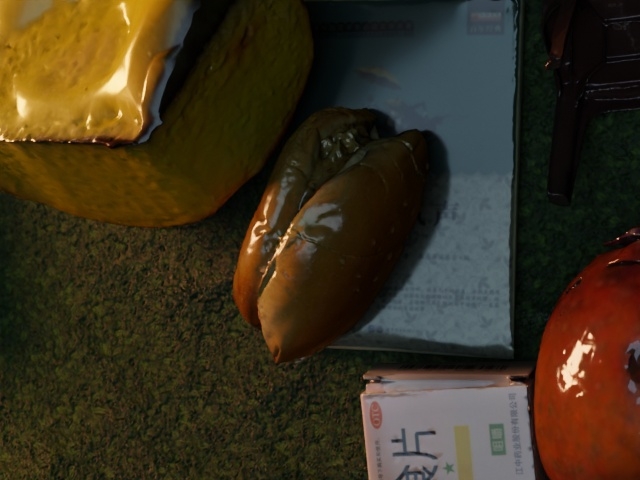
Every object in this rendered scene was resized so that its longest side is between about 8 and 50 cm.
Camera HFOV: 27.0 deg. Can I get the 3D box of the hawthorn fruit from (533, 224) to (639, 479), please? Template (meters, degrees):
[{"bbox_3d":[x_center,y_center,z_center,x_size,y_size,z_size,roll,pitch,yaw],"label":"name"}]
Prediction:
[{"bbox_3d":[0.321,0.101,1.216,0.276,0.276,0.307,-10,86,19],"label":"hawthorn fruit"}]

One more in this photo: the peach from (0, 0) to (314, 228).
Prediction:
[{"bbox_3d":[-0.181,-0.185,1.390,0.380,0.242,0.306,-5,69,32],"label":"peach"}]

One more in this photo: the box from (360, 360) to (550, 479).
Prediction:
[{"bbox_3d":[0.151,0.284,1.340,0.173,0.145,0.333,-5,91,17],"label":"box"}]

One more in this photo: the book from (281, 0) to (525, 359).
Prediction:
[{"bbox_3d":[0.082,-0.068,1.410,0.264,0.031,0.379,1,92,19],"label":"book"}]

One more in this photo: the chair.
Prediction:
[{"bbox_3d":[0.297,-0.217,1.292,0.175,0.183,0.326,-4,46,19],"label":"chair"}]

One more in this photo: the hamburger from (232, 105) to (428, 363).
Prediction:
[{"bbox_3d":[0.000,0.000,1.343,0.144,0.156,0.283,28,98,16],"label":"hamburger"}]
